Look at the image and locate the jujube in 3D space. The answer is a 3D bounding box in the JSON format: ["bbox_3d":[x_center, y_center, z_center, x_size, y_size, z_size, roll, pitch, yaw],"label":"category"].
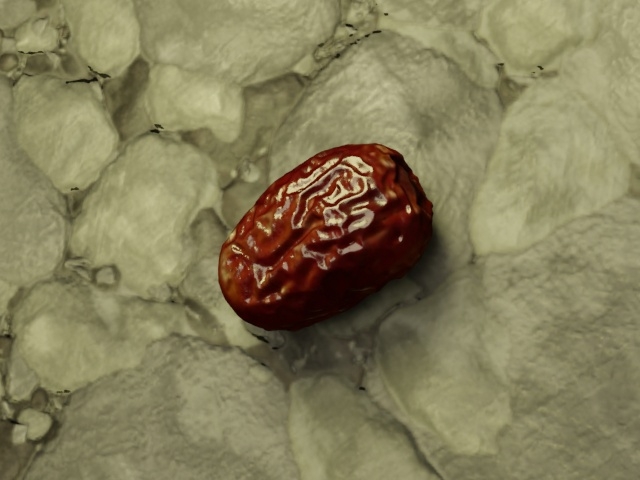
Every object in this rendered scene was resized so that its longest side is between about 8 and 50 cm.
[{"bbox_3d":[0.000,0.000,1.199,0.176,0.109,0.112,-32,36,16],"label":"jujube"}]
